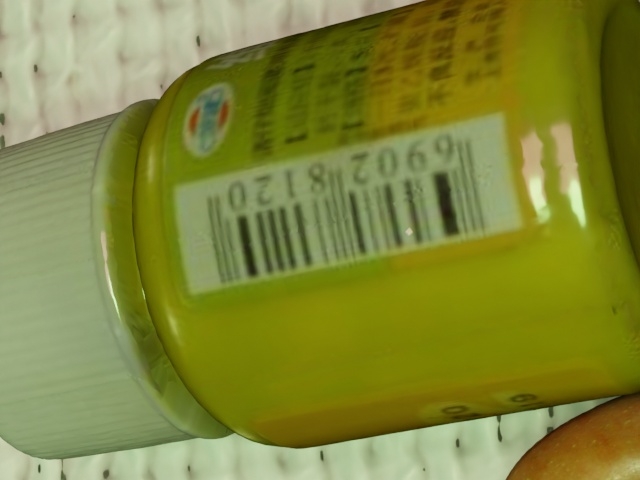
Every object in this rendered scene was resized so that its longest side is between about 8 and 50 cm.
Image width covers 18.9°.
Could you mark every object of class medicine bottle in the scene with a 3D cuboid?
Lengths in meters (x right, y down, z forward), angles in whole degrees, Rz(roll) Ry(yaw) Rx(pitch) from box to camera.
[{"bbox_3d":[0.000,0.000,1.045,0.384,0.224,0.224,-13,76,23],"label":"medicine bottle"}]

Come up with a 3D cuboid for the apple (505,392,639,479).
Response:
[{"bbox_3d":[0.181,0.172,0.984,0.201,0.162,0.201,-6,75,21],"label":"apple"}]
